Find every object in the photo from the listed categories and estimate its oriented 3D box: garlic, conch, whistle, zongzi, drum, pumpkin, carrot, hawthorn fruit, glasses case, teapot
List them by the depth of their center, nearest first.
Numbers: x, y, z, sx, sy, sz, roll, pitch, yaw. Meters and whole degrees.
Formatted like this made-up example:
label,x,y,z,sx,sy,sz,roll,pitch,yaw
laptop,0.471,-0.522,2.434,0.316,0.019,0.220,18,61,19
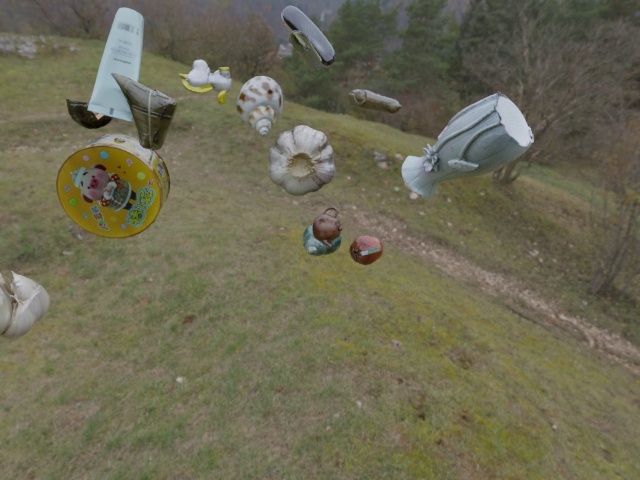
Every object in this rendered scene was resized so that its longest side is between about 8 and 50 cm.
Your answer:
label,x,y,z,sx,sy,sz,roll,pitch,yaw
garlic,-0.890,0.167,1.104,0.280,0.203,0.185,18,23,-16
zongzi,-0.503,-0.331,1.146,0.178,0.189,0.081,21,16,-21
carrot,0.177,-0.475,1.443,0.070,0.070,0.342,-7,25,-19
whistle,-0.043,-0.644,1.448,0.068,0.057,0.326,50,13,-4
garlic,-0.072,-0.294,1.521,0.244,0.245,0.253,1,22,-4
conch,-0.217,-0.495,1.554,0.182,0.275,0.148,3,-7,-18
teapot,0.035,-0.051,1.624,0.116,0.116,0.173,8,70,9
pumpkin,-0.922,-0.502,1.700,0.118,0.108,0.183,13,12,32
drum,-0.880,-0.231,1.825,0.430,0.432,0.214,-2,24,-9
glasses case,-0.052,-0.931,1.933,0.075,0.314,0.122,-21,35,50
conch,0.000,0.000,2.124,0.220,0.195,0.277,-31,11,29
hawthorn fruit,0.280,0.042,2.201,0.285,0.165,0.165,-7,26,-43

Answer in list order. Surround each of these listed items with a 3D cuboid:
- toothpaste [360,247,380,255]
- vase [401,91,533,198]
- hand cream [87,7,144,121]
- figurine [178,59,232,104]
label,x,y,z,sx,sy,sz,roll,pitch,yaw
toothpaste,0.214,0.048,1.812,0.083,0.017,0.020,-13,5,-7
vase,0.499,-0.311,1.509,0.249,0.250,0.445,-21,-6,-40
hand cream,-0.550,-0.491,1.165,0.109,0.321,0.067,10,-13,-24
figurine,-0.396,-0.557,1.460,0.178,0.130,0.109,11,-17,-29
